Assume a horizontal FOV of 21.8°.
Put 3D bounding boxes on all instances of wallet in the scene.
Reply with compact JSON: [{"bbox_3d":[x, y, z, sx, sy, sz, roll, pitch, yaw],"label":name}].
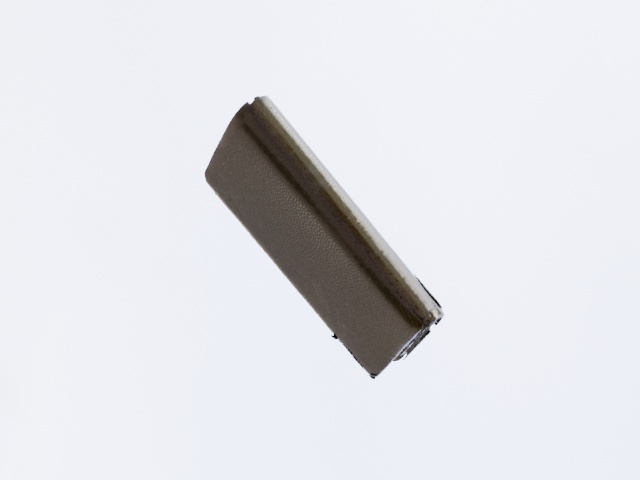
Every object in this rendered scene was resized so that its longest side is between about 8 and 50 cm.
[{"bbox_3d":[0.000,0.000,1.159,0.198,0.031,0.110,50,-32,10],"label":"wallet"}]
